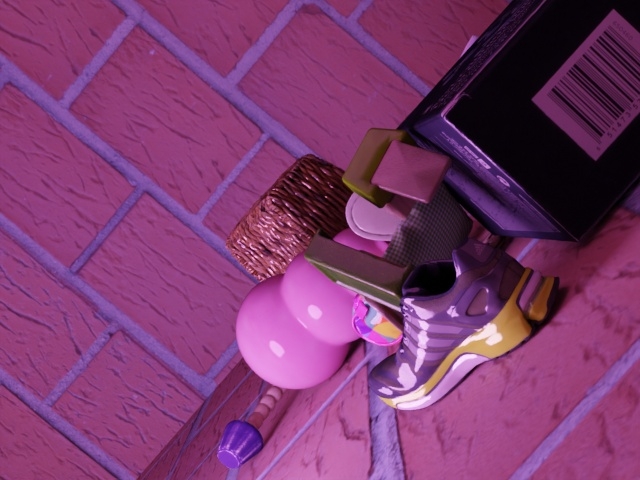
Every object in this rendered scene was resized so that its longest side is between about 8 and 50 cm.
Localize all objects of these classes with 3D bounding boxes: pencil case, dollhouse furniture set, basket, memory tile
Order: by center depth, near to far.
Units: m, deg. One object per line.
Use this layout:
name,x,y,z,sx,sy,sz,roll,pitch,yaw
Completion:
dollhouse furniture set,0.145,0.017,1.462,0.301,0.151,0.197,41,-106,-52
memory tile,0.227,0.022,1.637,0.113,0.012,0.148,-47,4,36
pencil case,0.125,0.063,1.784,0.104,0.104,0.236,-47,6,37
basket,0.000,0.000,2.307,0.213,0.299,0.223,-52,5,-39

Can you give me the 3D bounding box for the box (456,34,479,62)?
box,0.287,-0.254,2.245,0.231,0.127,0.262,-62,-5,2

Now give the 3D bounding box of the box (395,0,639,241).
box,0.280,-0.175,1.412,0.293,0.212,0.395,-48,4,-3

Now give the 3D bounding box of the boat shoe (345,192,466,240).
boat shoe,0.193,-0.098,1.833,0.340,0.127,0.113,-31,4,-5

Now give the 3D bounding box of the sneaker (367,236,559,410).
sneaker,0.131,0.087,1.265,0.300,0.121,0.111,-46,5,47

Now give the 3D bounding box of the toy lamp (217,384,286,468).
toy lamp,-0.106,0.313,2.138,0.080,0.080,0.274,-46,6,44

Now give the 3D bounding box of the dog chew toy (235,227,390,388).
dog chew toy,0.007,0.103,1.964,0.332,0.206,0.206,-45,5,25
